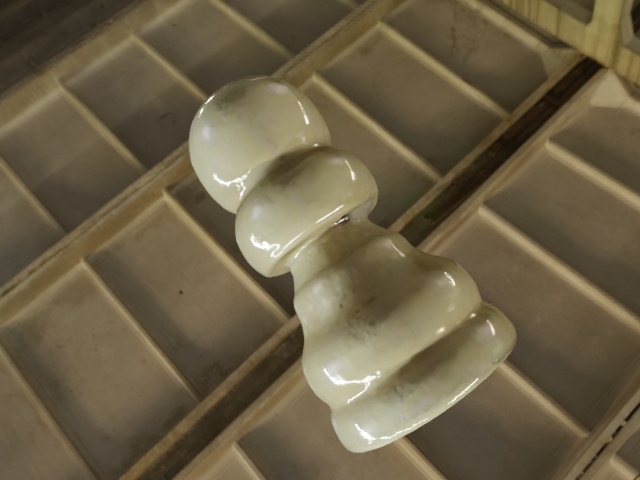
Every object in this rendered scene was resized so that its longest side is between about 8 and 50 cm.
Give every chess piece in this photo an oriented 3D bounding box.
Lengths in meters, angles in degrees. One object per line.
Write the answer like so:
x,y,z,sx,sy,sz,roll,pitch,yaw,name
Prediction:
0.000,0.000,0.429,0.167,0.167,0.299,-35,-99,-8,chess piece
